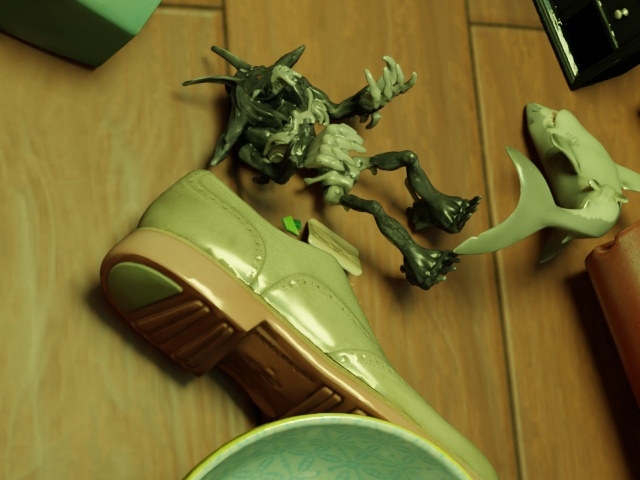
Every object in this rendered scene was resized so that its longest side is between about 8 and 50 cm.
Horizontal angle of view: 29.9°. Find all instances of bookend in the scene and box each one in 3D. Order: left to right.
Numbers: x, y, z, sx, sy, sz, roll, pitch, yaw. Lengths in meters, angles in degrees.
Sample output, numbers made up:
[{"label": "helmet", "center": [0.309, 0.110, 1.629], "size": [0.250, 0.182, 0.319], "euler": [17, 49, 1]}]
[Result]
[{"label": "bookend", "center": [0.286, -0.252, 1.177], "size": [0.072, 0.157, 0.156], "euler": [-19, 85, -25]}]

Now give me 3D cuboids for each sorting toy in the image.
[{"label": "sorting toy", "center": [0.000, 0.000, 1.060], "size": [0.083, 0.062, 0.012], "euler": [35, 105, -10]}]

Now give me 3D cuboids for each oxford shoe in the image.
[{"label": "oxford shoe", "center": [0.014, 0.091, 0.996], "size": [0.397, 0.140, 0.146], "euler": [42, 50, -14]}]

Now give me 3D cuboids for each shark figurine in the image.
[{"label": "shark figurine", "center": [0.219, -0.021, 1.088], "size": [0.166, 0.116, 0.278], "euler": [37, 27, 2]}]

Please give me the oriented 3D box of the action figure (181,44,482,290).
[{"label": "action figure", "center": [0.019, -0.087, 1.038], "size": [0.275, 0.141, 0.164], "euler": [38, 53, -9]}]

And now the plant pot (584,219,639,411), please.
[{"label": "plant pot", "center": [0.387, 0.092, 1.087], "size": [0.272, 0.272, 0.265], "euler": [-16, 75, -24]}]

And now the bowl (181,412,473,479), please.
[{"label": "bowl", "center": [-0.011, 0.272, 0.914], "size": [0.289, 0.156, 0.289], "euler": [1, 86, -15]}]

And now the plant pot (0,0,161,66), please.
[{"label": "plant pot", "center": [-0.230, -0.264, 0.975], "size": [0.234, 0.165, 0.165], "euler": [37, 66, -18]}]
